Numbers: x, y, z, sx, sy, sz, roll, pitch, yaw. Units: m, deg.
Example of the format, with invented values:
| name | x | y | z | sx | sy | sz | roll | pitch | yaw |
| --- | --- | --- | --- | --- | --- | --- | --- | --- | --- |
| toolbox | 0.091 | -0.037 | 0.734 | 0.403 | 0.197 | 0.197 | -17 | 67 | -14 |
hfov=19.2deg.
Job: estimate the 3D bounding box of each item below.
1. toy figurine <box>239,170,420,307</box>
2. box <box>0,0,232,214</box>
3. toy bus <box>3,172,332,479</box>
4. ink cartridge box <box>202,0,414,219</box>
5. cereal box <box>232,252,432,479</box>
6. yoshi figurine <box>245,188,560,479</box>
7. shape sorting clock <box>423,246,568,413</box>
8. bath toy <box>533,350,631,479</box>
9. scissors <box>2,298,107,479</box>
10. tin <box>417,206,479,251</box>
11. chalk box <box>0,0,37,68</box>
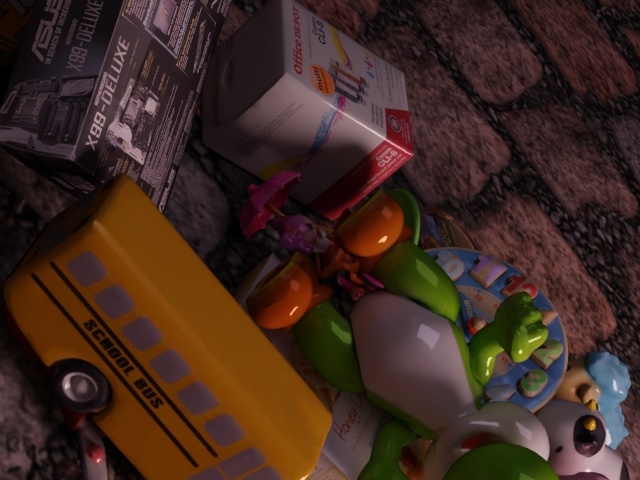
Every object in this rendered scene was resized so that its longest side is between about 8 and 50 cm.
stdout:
| name | x | y | z | sx | sy | sz | roll | pitch | yaw |
| --- | --- | --- | --- | --- | --- | --- | --- | --- | --- |
| toy figurine | 0.000 | 0.000 | 1.801 | 0.159 | 0.130 | 0.173 | 19 | 25 | -25 |
| box | -0.151 | -0.187 | 1.566 | 0.076 | 0.308 | 0.242 | 16 | -6 | 14 |
| toy bus | -0.104 | 0.117 | 1.497 | 0.333 | 0.130 | 0.108 | 51 | 28 | -16 |
| ink cartridge box | -0.016 | -0.134 | 1.901 | 0.176 | 0.127 | 0.128 | 29 | 38 | -31 |
| cereal box | 0.001 | 0.143 | 1.716 | 0.240 | 0.047 | 0.173 | 46 | 31 | -11 |
| yoshi figurine | 0.104 | 0.144 | 1.639 | 0.362 | 0.203 | 0.203 | 52 | 46 | -4 |
| shape sorting clock | 0.152 | 0.092 | 1.901 | 0.206 | 0.040 | 0.206 | 11 | 50 | -14 |
| bath toy | 0.255 | 0.265 | 1.849 | 0.151 | 0.129 | 0.348 | 38 | 34 | -22 |
| scissors | -0.175 | 0.155 | 1.500 | 0.109 | 0.021 | 0.297 | 10 | 49 | -50 |
| tin | 0.141 | 0.052 | 2.006 | 0.106 | 0.040 | 0.190 | 12 | 49 | -41 |
| chalk box | -0.301 | -0.326 | 1.673 | 0.289 | 0.179 | 0.180 | 49 | 31 | -6 |
